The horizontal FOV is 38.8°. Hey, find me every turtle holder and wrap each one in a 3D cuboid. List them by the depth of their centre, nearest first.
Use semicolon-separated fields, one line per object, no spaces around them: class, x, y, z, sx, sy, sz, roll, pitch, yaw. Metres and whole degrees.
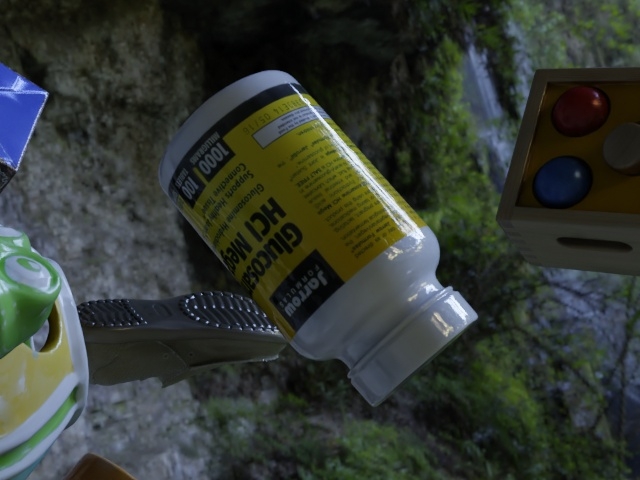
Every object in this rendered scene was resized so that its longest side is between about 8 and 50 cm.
turtle holder;-0.266;0.062;0.545;0.227;0.243;0.320;-8;-43;-32

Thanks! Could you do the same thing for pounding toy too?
pounding toy;0.192;-0.056;0.548;0.141;0.130;0.100;6;-22;35

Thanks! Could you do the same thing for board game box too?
board game box;-0.556;-0.104;1.340;0.141;0.232;0.291;34;-63;-25

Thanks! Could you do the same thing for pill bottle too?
pill bottle;0.000;0.000;0.944;0.188;0.334;0.188;-39;-12;-10

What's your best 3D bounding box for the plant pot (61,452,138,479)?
plant pot;-0.294;0.416;1.181;0.188;0.205;0.205;-49;10;-29

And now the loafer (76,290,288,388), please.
loafer;-0.164;0.120;1.066;0.268;0.092;0.102;4;24;-25
